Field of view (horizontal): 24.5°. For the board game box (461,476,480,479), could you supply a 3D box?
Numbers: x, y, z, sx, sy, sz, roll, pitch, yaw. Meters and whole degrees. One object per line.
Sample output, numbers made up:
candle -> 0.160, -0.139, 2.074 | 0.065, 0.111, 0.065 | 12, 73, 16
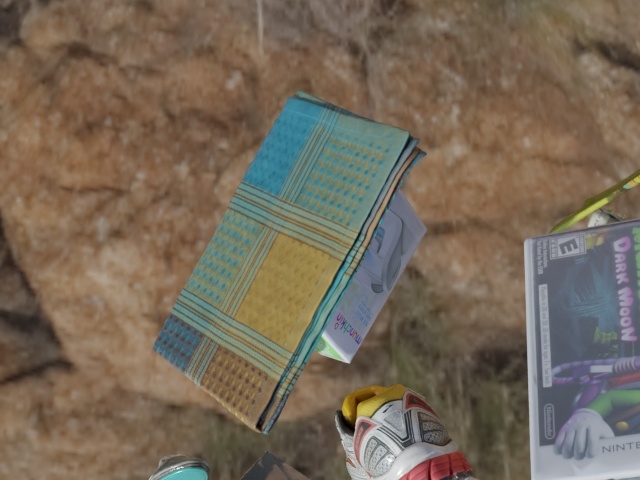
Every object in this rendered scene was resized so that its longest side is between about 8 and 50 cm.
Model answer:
board game box -> 0.092, 0.326, 1.256 | 0.039, 0.124, 0.259 | 35, 77, -28

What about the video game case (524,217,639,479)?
video game case -> 0.217, 0.064, 0.941 | 0.173, 0.190, 0.022 | -10, 142, 19

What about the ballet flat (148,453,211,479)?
ballet flat -> -0.203, 0.322, 1.957 | 0.072, 0.068, 0.213 | 11, 140, -21

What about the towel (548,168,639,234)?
towel -> 0.407, -0.073, 2.016 | 0.021, 0.102, 0.237 | 57, 145, 4

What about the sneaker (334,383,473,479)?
sneaker -> 0.058, 0.150, 1.120 | 0.088, 0.225, 0.093 | -27, 83, -10

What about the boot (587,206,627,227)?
boot -> 0.418, 0.003, 1.884 | 0.165, 0.077, 0.213 | 31, 154, 22

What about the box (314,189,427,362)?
box -> 0.000, 0.000, 1.999 | 0.126, 0.231, 0.262 | 21, 161, 33

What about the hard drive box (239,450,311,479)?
hard drive box -> -0.107, 0.385, 1.737 | 0.089, 0.181, 0.232 | 33, 102, 6

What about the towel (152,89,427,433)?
towel -> -0.044, 0.014, 1.717 | 0.040, 0.271, 0.370 | 28, 91, -37
